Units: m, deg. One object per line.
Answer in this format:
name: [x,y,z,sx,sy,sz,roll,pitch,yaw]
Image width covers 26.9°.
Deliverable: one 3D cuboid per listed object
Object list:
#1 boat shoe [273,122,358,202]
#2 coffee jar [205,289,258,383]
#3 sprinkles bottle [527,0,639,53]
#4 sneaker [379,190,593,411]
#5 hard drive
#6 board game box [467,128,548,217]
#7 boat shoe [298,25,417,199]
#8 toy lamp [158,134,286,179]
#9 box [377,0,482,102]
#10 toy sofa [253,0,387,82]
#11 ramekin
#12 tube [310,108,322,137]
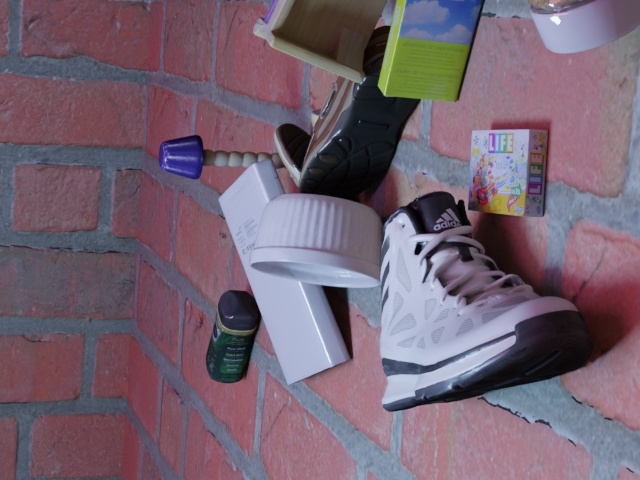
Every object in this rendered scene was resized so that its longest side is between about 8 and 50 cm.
boat shoe: [-0.019,-0.101,2.173,0.190,0.068,0.072,55,149,9]
coffee jar: [-0.177,0.192,2.687,0.096,0.079,0.184,-106,25,-49]
sprinkles bottle: [0.215,-0.363,1.309,0.355,0.121,0.121,63,171,-23]
sneaker: [0.156,0.055,1.582,0.447,0.169,0.258,145,116,-69]
hard drive: [-0.067,0.060,2.266,0.353,0.047,0.233,69,157,6]
board game box: [0.227,-0.084,1.639,0.154,0.026,0.104,-170,82,-71]
boat shoe: [0.059,-0.188,2.018,0.324,0.122,0.120,125,149,-44]
toy lamp: [-0.142,-0.140,2.322,0.080,0.274,0.080,-177,90,-71]
box: [0.146,-0.274,1.763,0.042,0.109,0.178,-116,34,-56]
toy sofa: [0.046,-0.420,1.865,0.363,0.150,0.177,-64,23,17]
ramekin: [0.000,0.000,2.029,0.207,0.207,0.109,163,117,-70]
tube: [0.007,-0.098,2.232,0.070,0.062,0.240,-43,-40,-66]
